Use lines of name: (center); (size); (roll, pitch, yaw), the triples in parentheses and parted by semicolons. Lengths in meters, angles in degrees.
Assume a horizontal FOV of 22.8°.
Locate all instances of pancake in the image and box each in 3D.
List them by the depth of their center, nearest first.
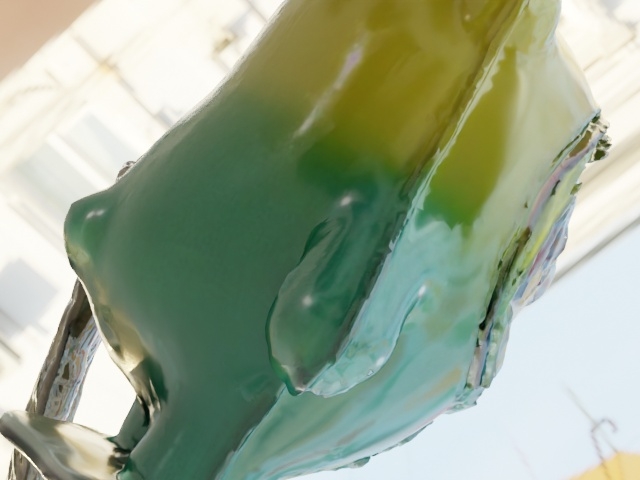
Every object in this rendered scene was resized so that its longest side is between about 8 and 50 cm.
pancake: (-0.168, 0.077, 1.107); (0.286, 0.033, 0.288); (-88, -161, -79)

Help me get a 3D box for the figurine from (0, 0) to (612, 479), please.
figurine: (0.000, 0.000, 0.811); (0.340, 0.231, 0.323); (-57, -170, -5)
